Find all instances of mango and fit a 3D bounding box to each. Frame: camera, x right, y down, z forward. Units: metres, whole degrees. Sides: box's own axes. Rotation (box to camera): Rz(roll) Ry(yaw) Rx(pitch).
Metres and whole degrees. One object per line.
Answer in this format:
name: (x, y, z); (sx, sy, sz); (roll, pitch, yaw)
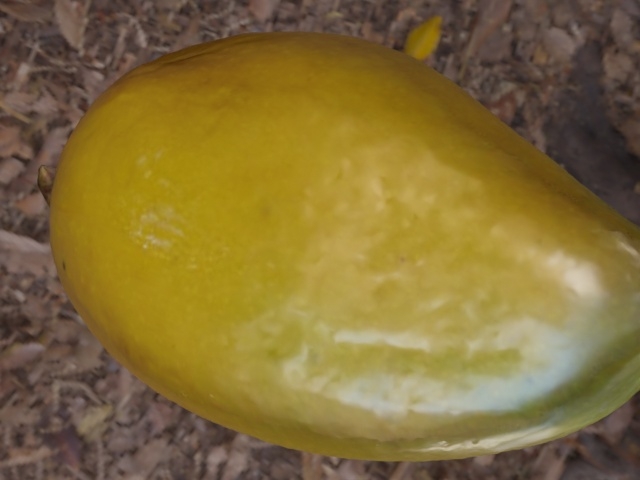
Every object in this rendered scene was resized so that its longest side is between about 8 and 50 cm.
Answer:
mango: (0.000, 0.000, 0.519); (0.177, 0.316, 0.119); (-65, 150, -10)
